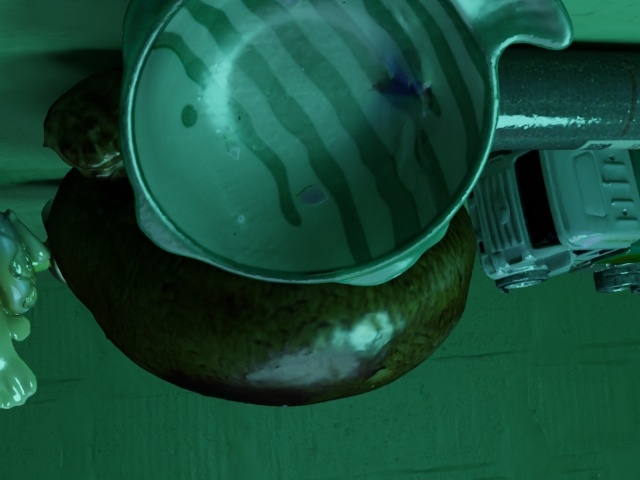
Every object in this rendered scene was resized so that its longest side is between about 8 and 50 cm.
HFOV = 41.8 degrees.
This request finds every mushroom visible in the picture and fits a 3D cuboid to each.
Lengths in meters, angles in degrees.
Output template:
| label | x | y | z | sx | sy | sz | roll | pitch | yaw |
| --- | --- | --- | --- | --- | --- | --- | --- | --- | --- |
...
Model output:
| label | x | y | z | sx | sy | sz | roll | pitch | yaw |
| --- | --- | --- | --- | --- | --- | --- | --- | --- | --- |
| mushroom | -0.046 | 0.000 | 0.668 | 0.345 | 0.345 | 0.239 | 1 | 134 | -39 |

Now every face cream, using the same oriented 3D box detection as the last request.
| label | x | y | z | sx | sy | sz | roll | pitch | yaw |
| --- | --- | --- | --- | --- | --- | --- | --- | --- | --- |
| face cream | 0.116 | -0.100 | 0.591 | 0.284 | 0.073 | 0.073 | -2 | 174 | -16 |

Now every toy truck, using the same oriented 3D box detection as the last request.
| label | x | y | z | sx | sy | sz | roll | pitch | yaw |
| --- | --- | --- | --- | --- | --- | --- | --- | --- | --- |
| toy truck | 0.340 | -0.039 | 0.943 | 0.364 | 0.176 | 0.178 | -1 | 165 | -29 |

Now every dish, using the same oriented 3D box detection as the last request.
| label | x | y | z | sx | sy | sz | roll | pitch | yaw |
| --- | --- | --- | --- | --- | --- | --- | --- | --- | --- |
| dish | 0.004 | -0.083 | 0.459 | 0.246 | 0.078 | 0.224 | -32 | 122 | 14 |

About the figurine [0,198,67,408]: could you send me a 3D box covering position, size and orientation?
| label | x | y | z | sx | sy | sz | roll | pitch | yaw |
| --- | --- | --- | --- | --- | --- | --- | --- | --- | --- |
| figurine | -0.346 | 0.042 | 0.937 | 0.394 | 0.274 | 0.227 | -21 | -174 | -27 |
